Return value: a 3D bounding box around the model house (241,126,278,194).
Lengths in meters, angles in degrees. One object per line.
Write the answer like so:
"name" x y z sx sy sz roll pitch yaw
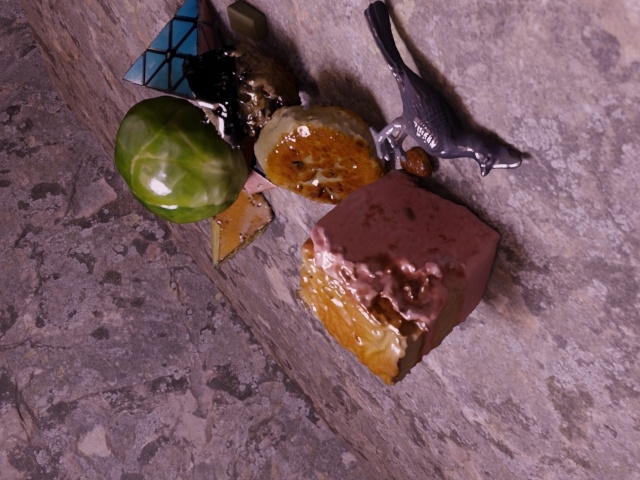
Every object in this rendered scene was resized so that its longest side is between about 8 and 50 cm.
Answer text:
"model house" -0.172 -0.234 1.790 0.207 0.135 0.220 23 143 55

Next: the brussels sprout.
"brussels sprout" -0.330 -0.187 1.650 0.289 0.282 0.354 31 -174 28

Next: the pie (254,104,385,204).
"pie" 0.005 -0.170 1.435 0.314 0.093 0.315 12 153 6

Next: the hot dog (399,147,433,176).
"hot dog" 0.190 -0.150 1.305 0.083 0.035 0.058 24 143 61

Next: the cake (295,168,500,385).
"cake" 0.154 0.064 1.341 0.314 0.306 0.293 43 154 25

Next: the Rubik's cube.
"Rubik's cube" -0.328 -0.439 1.686 0.228 0.229 0.233 47 151 -2

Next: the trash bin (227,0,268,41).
"trash bin" -0.164 -0.494 1.511 0.092 0.043 0.061 38 154 32

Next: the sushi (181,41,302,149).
"sushi" -0.164 -0.343 1.499 0.225 0.218 0.239 49 -156 -59

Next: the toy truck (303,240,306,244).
"toy truck" 0.000 0.000 1.849 0.073 0.090 0.056 51 158 8

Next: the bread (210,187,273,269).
"bread" -0.338 -0.091 2.191 0.315 0.279 0.248 41 165 -1

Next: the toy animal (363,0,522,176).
"toy animal" 0.169 -0.217 1.175 0.367 0.081 0.206 50 140 7
